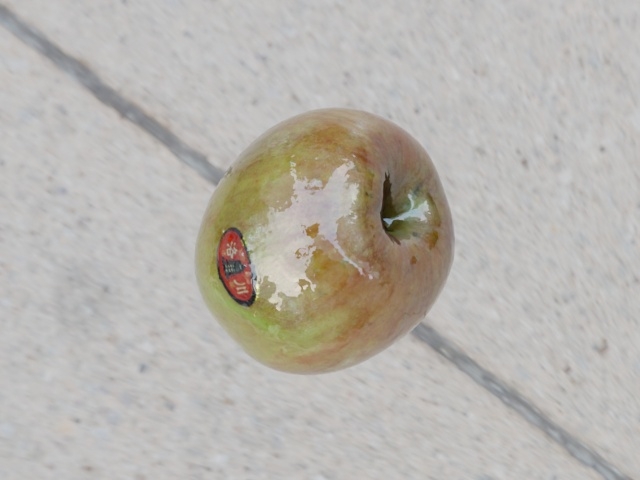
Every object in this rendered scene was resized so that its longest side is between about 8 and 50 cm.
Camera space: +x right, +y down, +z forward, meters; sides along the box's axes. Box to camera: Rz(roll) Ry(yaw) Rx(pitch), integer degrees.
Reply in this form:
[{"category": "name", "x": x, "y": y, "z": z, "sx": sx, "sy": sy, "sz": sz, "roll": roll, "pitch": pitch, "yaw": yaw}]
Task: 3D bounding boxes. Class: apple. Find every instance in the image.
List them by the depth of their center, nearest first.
[{"category": "apple", "x": 0.000, "y": 0.000, "z": 0.616, "sx": 0.071, "sy": 0.084, "sz": 0.084, "roll": -14, "pitch": 74, "yaw": 38}]
